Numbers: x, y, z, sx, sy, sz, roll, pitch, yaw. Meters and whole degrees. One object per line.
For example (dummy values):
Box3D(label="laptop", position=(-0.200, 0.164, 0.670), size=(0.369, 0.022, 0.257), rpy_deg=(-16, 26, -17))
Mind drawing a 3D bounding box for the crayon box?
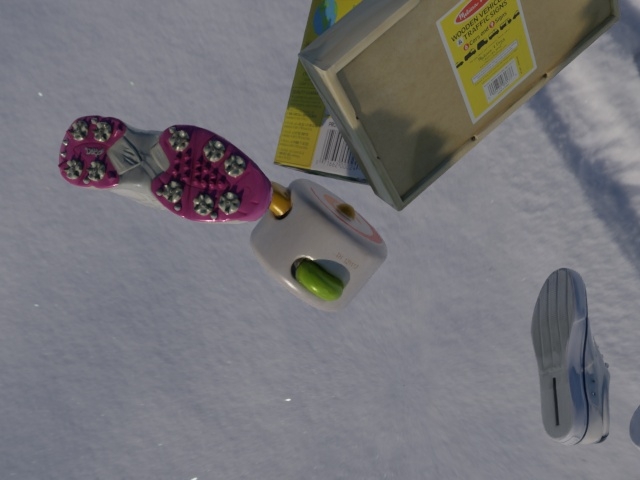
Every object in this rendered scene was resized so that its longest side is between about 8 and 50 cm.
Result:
Box3D(label="crayon box", position=(0.060, -0.236, 1.058), size=(0.202, 0.081, 0.318), rpy_deg=(17, 95, 49))

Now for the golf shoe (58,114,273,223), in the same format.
Box3D(label="golf shoe", position=(-0.185, -0.087, 1.037), size=(0.306, 0.140, 0.115), rpy_deg=(17, 87, 22))

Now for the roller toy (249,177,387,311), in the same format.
Box3D(label="roller toy", position=(0.000, 0.000, 1.249), size=(0.209, 0.191, 0.146), rpy_deg=(45, 104, 24))

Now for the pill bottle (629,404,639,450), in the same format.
Box3D(label="pill bottle", position=(0.410, 0.240, 0.821), size=(0.193, 0.108, 0.108), rpy_deg=(43, 86, -13))

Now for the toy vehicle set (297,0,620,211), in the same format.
Box3D(label="toy vehicle set", position=(0.123, -0.163, 0.635), size=(0.267, 0.166, 0.035), rpy_deg=(-41, 47, -7))

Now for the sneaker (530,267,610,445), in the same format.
Box3D(label="sneaker", position=(0.370, 0.170, 1.168), size=(0.091, 0.094, 0.258), rpy_deg=(15, 69, -27))
